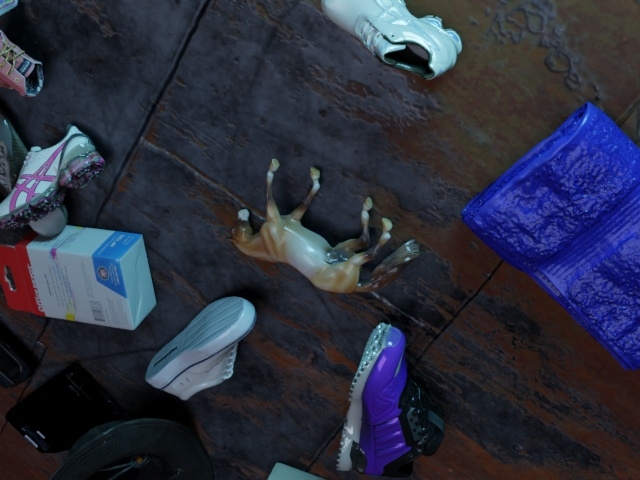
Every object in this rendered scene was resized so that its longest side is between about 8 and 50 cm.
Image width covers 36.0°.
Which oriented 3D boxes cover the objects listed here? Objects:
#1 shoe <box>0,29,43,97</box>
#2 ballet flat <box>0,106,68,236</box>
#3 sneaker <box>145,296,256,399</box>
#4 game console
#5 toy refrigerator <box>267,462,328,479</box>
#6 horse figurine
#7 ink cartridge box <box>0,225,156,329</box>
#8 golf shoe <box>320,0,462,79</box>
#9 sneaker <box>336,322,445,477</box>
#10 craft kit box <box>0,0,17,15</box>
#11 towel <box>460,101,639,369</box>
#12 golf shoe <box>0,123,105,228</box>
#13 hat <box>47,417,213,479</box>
[{"bbox_3d":[-0.423,-0.251,1.315,0.081,0.063,0.178,22,163,3],"label":"shoe"},{"bbox_3d":[-0.459,-0.114,1.463,0.084,0.058,0.250,-34,105,3],"label":"ballet flat"},{"bbox_3d":[-0.166,0.168,1.514,0.091,0.094,0.258,33,135,-23],"label":"sneaker"},{"bbox_3d":[-0.527,0.228,1.729,0.213,0.044,0.361,-33,105,34],"label":"game console"},{"bbox_3d":[0.031,0.473,1.617,0.270,0.094,0.102,17,127,11],"label":"toy refrigerator"},{"bbox_3d":[0.000,0.000,1.333,0.263,0.066,0.174,27,123,7],"label":"horse figurine"},{"bbox_3d":[-0.382,0.051,1.523,0.231,0.078,0.134,7,124,19],"label":"ink cartridge box"},{"bbox_3d":[0.073,-0.241,1.128,0.176,0.086,0.069,25,130,8],"label":"golf shoe"},{"bbox_3d":[0.116,0.242,1.431,0.146,0.102,0.293,16,131,8],"label":"sneaker"},{"bbox_3d":[-0.490,-0.449,1.253,0.247,0.061,0.250,25,128,3],"label":"craft kit box"},{"bbox_3d":[0.346,0.010,1.183,0.308,0.076,0.227,41,129,-6],"label":"towel"},{"bbox_3d":[-0.401,-0.089,1.419,0.186,0.067,0.086,-36,79,5],"label":"golf shoe"},{"bbox_3d":[-0.352,0.407,1.692,0.134,0.331,0.331,42,142,45],"label":"hat"}]
